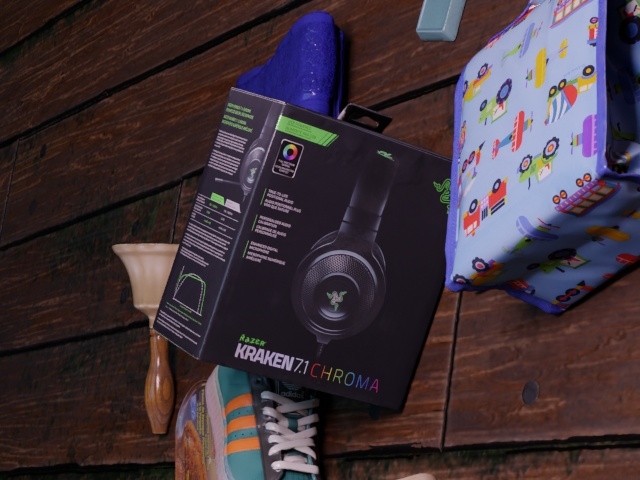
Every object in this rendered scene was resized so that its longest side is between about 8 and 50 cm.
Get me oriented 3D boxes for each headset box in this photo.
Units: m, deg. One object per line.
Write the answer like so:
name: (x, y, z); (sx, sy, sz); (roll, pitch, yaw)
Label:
headset box: (0.000, 0.000, 1.642); (0.131, 0.246, 0.283); (23, 95, 60)

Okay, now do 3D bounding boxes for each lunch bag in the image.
lunch bag: (0.211, -0.118, 1.449); (0.221, 0.138, 0.293); (-40, 45, 46)

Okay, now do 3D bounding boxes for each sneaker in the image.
sneaker: (-0.051, 0.199, 1.763); (0.121, 0.108, 0.302); (-63, 30, 26)

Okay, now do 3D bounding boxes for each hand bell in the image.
hand bell: (-0.207, 0.127, 2.089); (0.126, 0.126, 0.242); (-4, 85, 58)

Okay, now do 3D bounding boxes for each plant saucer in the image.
plant saucer: (0.148, -0.312, 1.775); (0.067, 0.018, 0.192); (12, 85, 59)

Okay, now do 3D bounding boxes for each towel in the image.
towel: (-0.036, -0.091, 1.925); (0.227, 0.076, 0.308); (-35, 47, 56)

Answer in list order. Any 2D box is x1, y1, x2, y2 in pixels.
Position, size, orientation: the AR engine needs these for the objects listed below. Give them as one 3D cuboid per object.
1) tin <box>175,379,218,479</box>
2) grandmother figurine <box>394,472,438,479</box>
tin: (-0.134, 0.260, 1.943); (0.106, 0.040, 0.189); (-41, 43, 48)
grandmother figurine: (0.137, 0.349, 1.403); (0.342, 0.104, 0.208); (-123, 28, -49)
